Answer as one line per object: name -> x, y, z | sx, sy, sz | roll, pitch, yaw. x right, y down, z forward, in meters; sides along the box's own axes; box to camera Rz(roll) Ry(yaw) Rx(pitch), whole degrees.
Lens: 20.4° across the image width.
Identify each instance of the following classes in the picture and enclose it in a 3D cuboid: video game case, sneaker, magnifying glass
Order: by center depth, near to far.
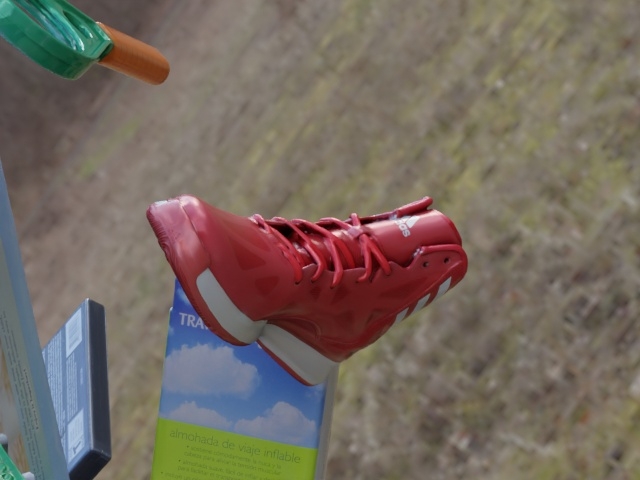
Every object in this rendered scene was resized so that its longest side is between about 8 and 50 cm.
sneaker -> 0.000, 0.000, 0.961 | 0.128, 0.087, 0.221 | -33, -22, 8
magnifying glass -> -0.150, -0.126, 1.094 | 0.026, 0.092, 0.231 | -46, -16, 12
video game case -> -0.270, 0.203, 1.547 | 0.274, 0.026, 0.196 | -48, 30, 25

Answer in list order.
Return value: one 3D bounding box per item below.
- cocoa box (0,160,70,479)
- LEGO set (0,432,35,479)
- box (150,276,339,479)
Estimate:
cocoa box -> -0.309, 0.091, 1.072 | 0.228, 0.347, 0.231 | -5, 19, 13
LEGO set -> -0.272, 0.142, 0.724 | 0.331, 0.255, 0.192 | -23, -41, -37
box -> -0.047, 0.112, 1.126 | 0.042, 0.109, 0.178 | -46, -35, -73
